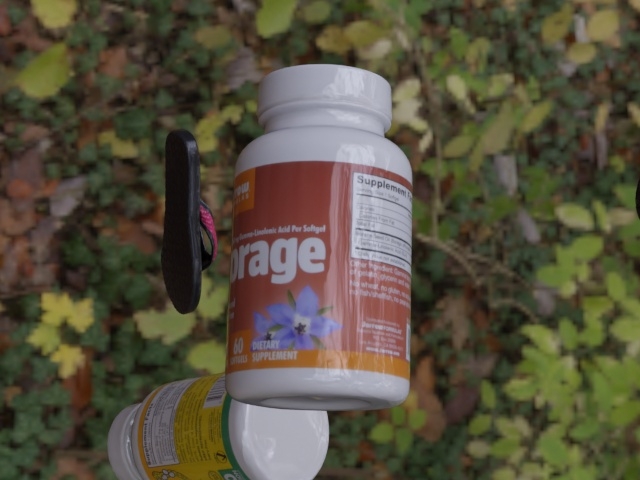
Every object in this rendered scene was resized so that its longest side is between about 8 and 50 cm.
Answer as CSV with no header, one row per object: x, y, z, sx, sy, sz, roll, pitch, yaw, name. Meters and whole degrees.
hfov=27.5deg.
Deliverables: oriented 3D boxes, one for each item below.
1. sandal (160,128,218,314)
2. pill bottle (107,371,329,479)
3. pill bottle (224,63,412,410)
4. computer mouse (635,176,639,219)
-0.118,-0.015,1.219,0.040,0.067,0.179,-8,109,-34,sandal
-0.103,0.185,1.229,0.117,0.208,0.118,17,67,-45,pill bottle
0.000,0.000,0.864,0.121,0.121,0.216,26,62,-60,pill bottle
0.373,-0.011,0.944,0.184,0.262,0.060,-51,172,11,computer mouse
